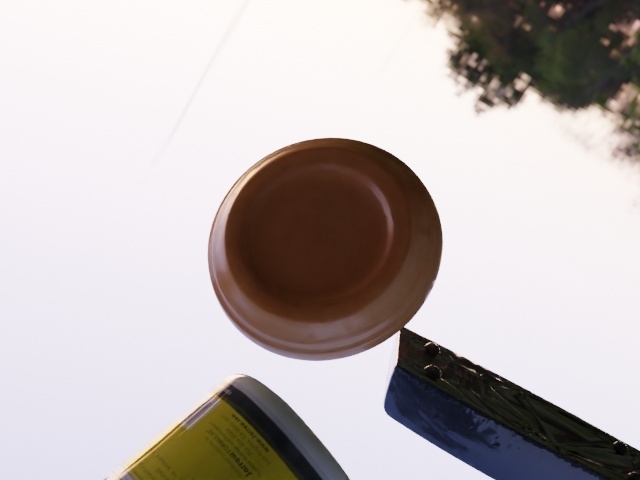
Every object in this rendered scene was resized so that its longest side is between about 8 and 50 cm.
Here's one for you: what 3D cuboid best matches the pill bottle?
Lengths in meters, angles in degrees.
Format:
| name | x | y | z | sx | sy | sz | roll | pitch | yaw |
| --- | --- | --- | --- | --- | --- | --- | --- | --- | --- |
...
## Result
| name | x | y | z | sx | sy | sz | roll | pitch | yaw |
| --- | --- | --- | --- | --- | --- | --- | --- | --- | --- |
| pill bottle | -0.074 | 0.153 | 0.557 | 0.103 | 0.184 | 0.103 | 46 | 164 | 17 |

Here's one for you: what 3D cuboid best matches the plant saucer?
| name | x | y | z | sx | sy | sz | roll | pitch | yaw |
| --- | --- | --- | --- | --- | --- | --- | --- | --- | --- |
| plant saucer | 0.000 | 0.000 | 1.018 | 0.200 | 0.200 | 0.037 | 39 | 170 | 24 |

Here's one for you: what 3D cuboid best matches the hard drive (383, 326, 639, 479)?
| name | x | y | z | sx | sy | sz | roll | pitch | yaw |
| --- | --- | --- | --- | --- | --- | --- | --- | --- | --- |
| hard drive | 0.169 | 0.164 | 1.050 | 0.255 | 0.054 | 0.172 | 28 | -170 | 0 |
